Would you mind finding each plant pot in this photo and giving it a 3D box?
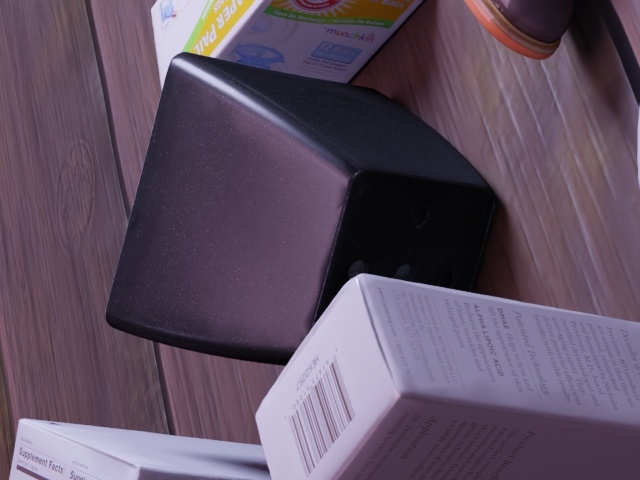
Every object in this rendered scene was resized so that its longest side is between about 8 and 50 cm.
[{"bbox_3d":[0.000,0.000,1.289,0.167,0.187,0.188,26,104,47],"label":"plant pot"}]

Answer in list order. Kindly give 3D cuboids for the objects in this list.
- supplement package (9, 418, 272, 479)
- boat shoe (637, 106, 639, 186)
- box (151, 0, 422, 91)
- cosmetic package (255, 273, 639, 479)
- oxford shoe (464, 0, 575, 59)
[{"bbox_3d":[-0.100,0.271,1.342,0.198,0.199,0.262,9,89,60],"label":"supplement package"},{"bbox_3d":[0.237,-0.163,0.944,0.156,0.136,0.367,15,106,53],"label":"boat shoe"},{"bbox_3d":[-0.024,-0.174,1.434,0.203,0.114,0.103,-44,46,43],"label":"box"},{"bbox_3d":[0.098,0.097,1.025,0.117,0.231,0.085,-54,39,36],"label":"cosmetic package"},{"bbox_3d":[0.125,-0.241,1.222,0.098,0.097,0.271,-32,54,45],"label":"oxford shoe"}]
